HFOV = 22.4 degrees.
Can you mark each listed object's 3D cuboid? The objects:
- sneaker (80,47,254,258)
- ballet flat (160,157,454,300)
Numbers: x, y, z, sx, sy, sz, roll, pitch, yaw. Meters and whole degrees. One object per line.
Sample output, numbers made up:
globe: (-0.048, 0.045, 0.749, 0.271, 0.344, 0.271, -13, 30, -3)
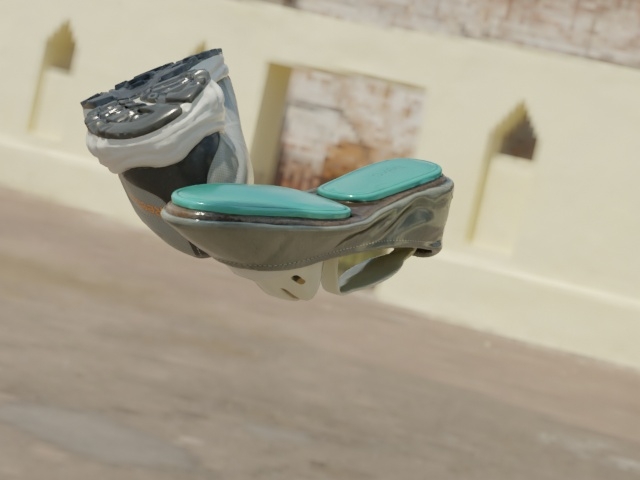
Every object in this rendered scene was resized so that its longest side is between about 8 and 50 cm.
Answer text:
sneaker: (-0.093, -0.056, 1.039, 0.100, 0.108, 0.271, -23, 15, 3)
ballet flat: (0.000, 0.000, 0.856, 0.072, 0.068, 0.213, 17, 18, 37)
